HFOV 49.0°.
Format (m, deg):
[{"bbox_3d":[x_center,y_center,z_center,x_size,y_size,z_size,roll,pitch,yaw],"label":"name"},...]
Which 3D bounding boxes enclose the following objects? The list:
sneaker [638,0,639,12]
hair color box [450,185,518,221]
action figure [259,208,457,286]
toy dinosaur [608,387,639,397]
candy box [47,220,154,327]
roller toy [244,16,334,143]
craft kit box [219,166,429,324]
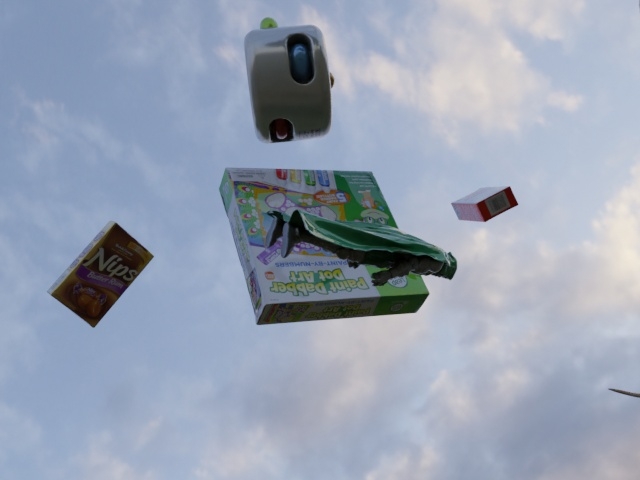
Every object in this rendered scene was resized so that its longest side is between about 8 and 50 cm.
[{"bbox_3d":[0.593,-0.503,1.235,0.099,0.121,0.262,-18,-42,7],"label":"sneaker"},{"bbox_3d":[0.386,-0.087,1.667,0.093,0.167,0.053,-27,-82,-7],"label":"hair color box"},{"bbox_3d":[0.058,0.011,0.777,0.232,0.137,0.064,11,-81,-25],"label":"action figure"},{"bbox_3d":[0.523,0.184,0.965,0.211,0.112,0.064,-41,-59,3],"label":"toy dinosaur"},{"bbox_3d":[-0.434,0.065,1.394,0.109,0.053,0.187,46,-109,-27],"label":"candy box"},{"bbox_3d":[-0.048,-0.263,1.199,0.146,0.191,0.210,-6,-60,-3],"label":"roller toy"},{"bbox_3d":[0.000,0.000,1.013,0.249,0.247,0.061,-2,-37,-26],"label":"craft kit box"}]
